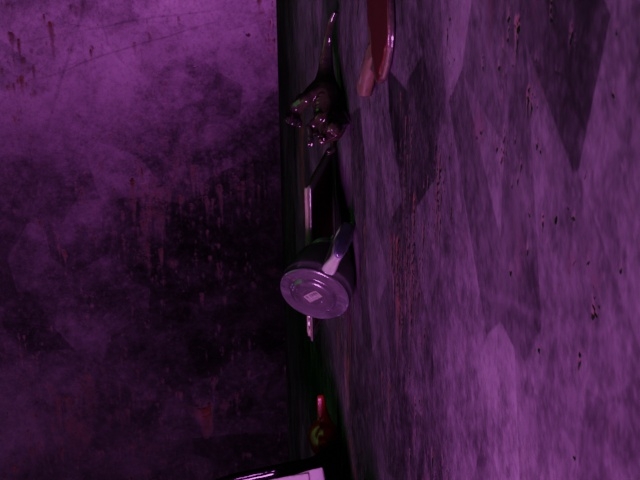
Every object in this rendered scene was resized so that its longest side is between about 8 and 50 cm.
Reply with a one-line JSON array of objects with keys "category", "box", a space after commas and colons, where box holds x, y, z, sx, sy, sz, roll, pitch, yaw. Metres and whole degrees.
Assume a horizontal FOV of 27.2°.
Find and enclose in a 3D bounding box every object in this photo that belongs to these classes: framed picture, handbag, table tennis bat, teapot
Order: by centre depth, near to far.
[{"category": "table tennis bat", "box": [0.066, -0.238, 1.575, 0.234, 0.022, 0.131, 101, 164, -66]}, {"category": "teapot", "box": [0.001, 0.036, 2.013, 0.149, 0.111, 0.108, 81, -158, -45]}, {"category": "framed picture", "box": [0.000, 0.000, 2.175, 0.216, 0.016, 0.273, -64, -25, -66]}, {"category": "handbag", "box": [-0.096, 0.501, 2.392, 0.342, 0.288, 0.152, 92, 168, -53]}]

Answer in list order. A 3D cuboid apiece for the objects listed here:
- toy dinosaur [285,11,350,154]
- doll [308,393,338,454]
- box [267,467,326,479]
[{"category": "toy dinosaur", "box": [0.030, -0.227, 2.021, 0.179, 0.087, 0.187, -53, 40, 20]}, {"category": "doll", "box": [0.005, 0.375, 2.459, 0.169, 0.057, 0.109, 94, 174, -50]}, {"category": "box", "box": [-0.013, 0.548, 2.208, 0.203, 0.116, 0.274, -101, -1, -47]}]
